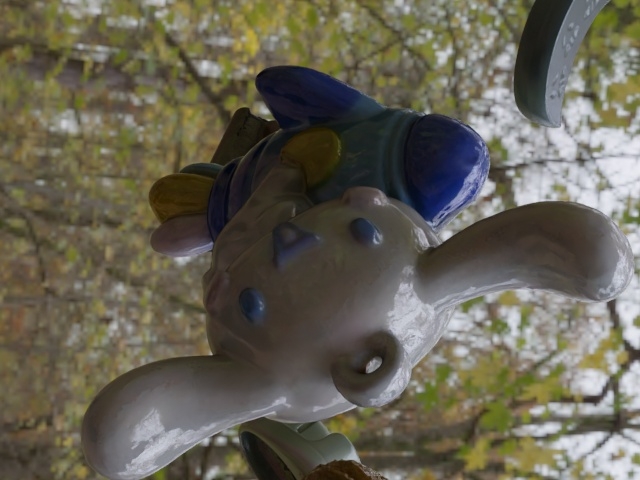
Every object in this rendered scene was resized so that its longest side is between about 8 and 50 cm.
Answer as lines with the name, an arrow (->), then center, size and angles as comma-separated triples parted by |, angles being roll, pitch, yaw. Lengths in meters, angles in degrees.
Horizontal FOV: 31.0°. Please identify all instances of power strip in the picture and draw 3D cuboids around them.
power strip -> 0.324, -0.279, 1.509 | 0.054, 0.167, 0.253 | 24, -90, 27

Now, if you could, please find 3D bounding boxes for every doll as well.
doll -> -0.001, -0.007, 0.883 | 0.365, 0.376, 0.187 | -106, -171, -55

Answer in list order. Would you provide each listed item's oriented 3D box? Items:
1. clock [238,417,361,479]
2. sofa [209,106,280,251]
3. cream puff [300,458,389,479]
clock -> -0.026, 0.235, 1.231 | 0.191, 0.062, 0.151 | 30, -35, 44
sofa -> -0.026, -0.008, 1.325 | 0.182, 0.258, 0.200 | -17, -138, 44
cream puff -> 0.022, 0.237, 0.889 | 0.126, 0.103, 0.144 | 1, -78, 34
